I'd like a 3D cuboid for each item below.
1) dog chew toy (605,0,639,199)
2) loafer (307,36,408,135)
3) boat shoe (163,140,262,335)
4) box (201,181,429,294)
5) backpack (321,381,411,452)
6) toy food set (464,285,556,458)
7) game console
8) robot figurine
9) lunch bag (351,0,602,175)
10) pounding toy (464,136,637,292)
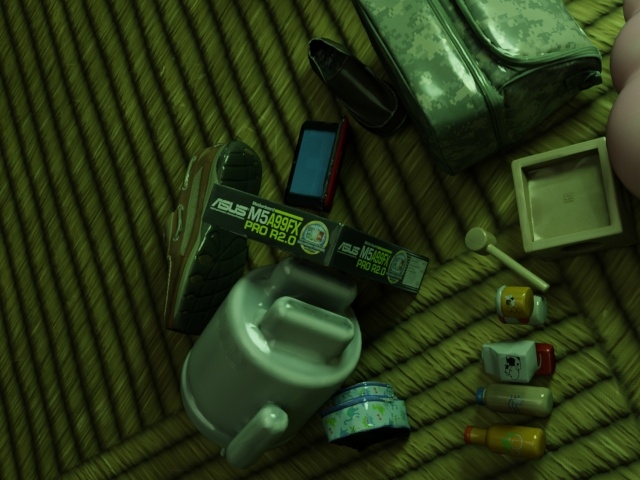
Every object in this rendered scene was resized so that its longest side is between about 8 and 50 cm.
[{"bbox_3d":[0.446,-0.203,1.128,0.207,0.207,0.331,-11,67,29],"label":"dog chew toy"},{"bbox_3d":[0.046,-0.240,1.437,0.220,0.078,0.080,45,103,30],"label":"loafer"},{"bbox_3d":[-0.192,-0.007,1.519,0.120,0.123,0.323,7,76,37],"label":"boat shoe"},{"bbox_3d":[0.000,0.000,1.303,0.216,0.270,0.060,20,90,33],"label":"box"},{"bbox_3d":[0.058,0.247,1.309,0.105,0.114,0.084,-25,68,25],"label":"backpack"},{"bbox_3d":[0.238,0.159,1.212,0.105,0.111,0.232,0,112,31],"label":"toy food set"},{"bbox_3d":[-0.009,-0.123,1.447,0.085,0.124,0.143,13,87,6],"label":"game console"},{"bbox_3d":[-0.076,0.171,1.319,0.353,0.200,0.299,-54,18,42],"label":"robot figurine"},{"bbox_3d":[0.212,-0.285,1.283,0.256,0.212,0.305,-28,67,6],"label":"lunch bag"},{"bbox_3d":[0.302,-0.015,1.229,0.206,0.094,0.180,-14,73,30],"label":"pounding toy"}]
